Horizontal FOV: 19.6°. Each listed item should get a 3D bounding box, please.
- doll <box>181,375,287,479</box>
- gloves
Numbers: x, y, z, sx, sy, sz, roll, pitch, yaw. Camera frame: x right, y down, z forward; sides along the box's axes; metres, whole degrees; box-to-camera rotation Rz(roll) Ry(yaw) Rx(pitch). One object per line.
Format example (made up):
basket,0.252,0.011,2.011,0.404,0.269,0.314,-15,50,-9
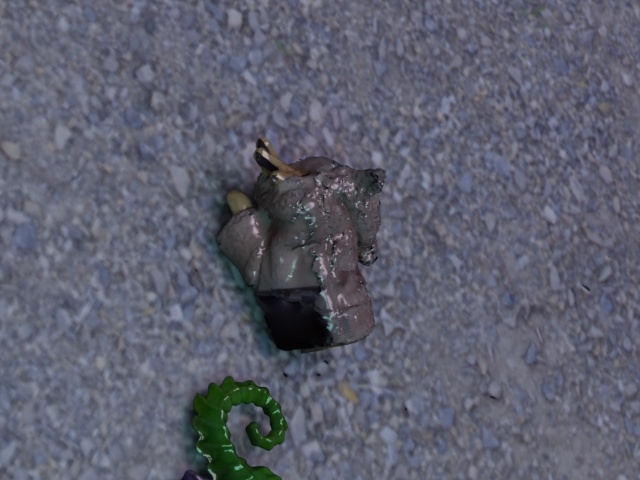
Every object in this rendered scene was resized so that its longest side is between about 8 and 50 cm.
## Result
doll,-0.033,0.179,1.204,0.115,0.050,0.190,-22,85,-37
gloves,-0.006,0.004,1.261,0.094,0.110,0.144,-8,107,-47
